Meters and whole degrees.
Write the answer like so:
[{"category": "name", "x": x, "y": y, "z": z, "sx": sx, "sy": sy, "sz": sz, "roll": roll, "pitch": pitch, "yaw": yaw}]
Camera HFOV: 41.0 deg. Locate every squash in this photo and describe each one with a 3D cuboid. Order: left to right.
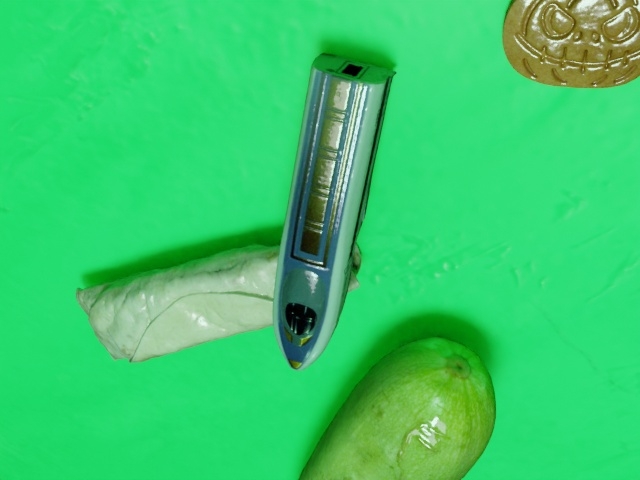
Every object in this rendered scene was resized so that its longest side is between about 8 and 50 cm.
[{"category": "squash", "x": 0.048, "y": 0.212, "z": 0.788, "sx": 0.118, "sy": 0.118, "sz": 0.370, "roll": 23, "pitch": 136, "yaw": -6}]

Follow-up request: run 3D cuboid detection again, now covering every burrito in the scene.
[{"category": "burrito", "x": -0.090, "y": 0.047, "z": 0.709, "sx": 0.275, "sy": 0.059, "sz": 0.082, "roll": -15, "pitch": 124, "yaw": 27}]

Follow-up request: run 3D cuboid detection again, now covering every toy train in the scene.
[{"category": "toy train", "x": 0.000, "y": 0.000, "z": 0.598, "sx": 0.055, "sy": 0.048, "sz": 0.251, "roll": 13, "pitch": 119, "yaw": 6}]

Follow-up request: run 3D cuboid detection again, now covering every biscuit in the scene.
[{"category": "biscuit", "x": 0.154, "y": -0.124, "z": 0.504, "sx": 0.091, "sy": 0.015, "sz": 0.078, "roll": 4, "pitch": 134, "yaw": 12}]
